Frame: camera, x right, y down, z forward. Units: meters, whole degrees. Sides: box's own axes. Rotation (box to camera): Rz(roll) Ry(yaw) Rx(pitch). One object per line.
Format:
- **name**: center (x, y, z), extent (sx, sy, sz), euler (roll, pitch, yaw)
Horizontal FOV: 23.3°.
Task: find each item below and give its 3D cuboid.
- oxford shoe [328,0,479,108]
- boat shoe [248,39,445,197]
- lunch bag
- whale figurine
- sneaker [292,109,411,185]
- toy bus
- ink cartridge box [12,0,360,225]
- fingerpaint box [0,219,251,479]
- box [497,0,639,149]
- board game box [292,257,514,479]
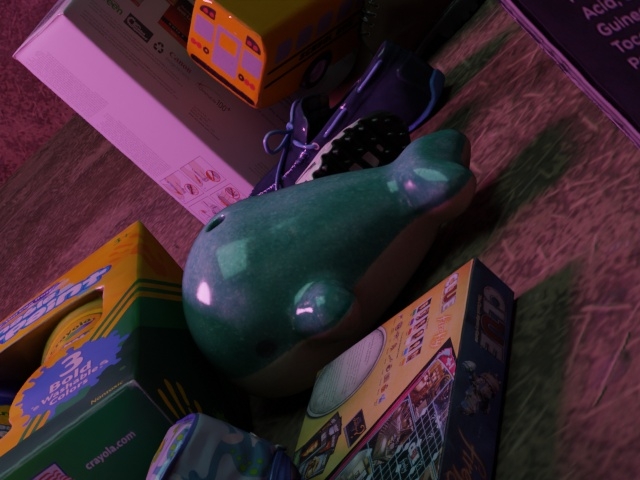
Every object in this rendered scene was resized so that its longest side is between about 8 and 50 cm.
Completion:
- **oxford shoe**: center (0.065, -0.213, 1.629), extent (0.227, 0.096, 0.083), euler (-49, 19, 2)
- **boat shoe**: center (0.011, -0.117, 1.554), extent (0.258, 0.089, 0.109), euler (-39, 19, 29)
- **lunch bag**: center (-0.095, 0.220, 0.981), extent (0.176, 0.090, 0.219), euler (134, 160, -73)
- **whale figurine**: center (0.000, 0.000, 1.237), extent (0.272, 0.141, 0.216), euler (-41, 18, 21)
- **sneaker**: center (-0.008, -0.026, 1.422), extent (0.234, 0.078, 0.106), euler (-55, 21, -15)
- **toy bus**: center (0.005, -0.269, 1.679), extent (0.332, 0.108, 0.130), euler (-39, -22, -35)
- **ink cartridge box**: center (-0.135, -0.213, 1.750), extent (0.130, 0.309, 0.272), euler (-26, 27, 51)
- **fingerpaint box**: center (-0.280, 0.219, 1.296), extent (0.444, 0.163, 0.371), euler (-36, 18, 7)
- **box**: center (0.257, -0.299, 0.697), extent (0.297, 0.472, 0.480), euler (-26, 28, 52)
- **board game box**: center (0.044, 0.134, 1.002), extent (0.165, 0.042, 0.243), euler (-38, 20, 32)
